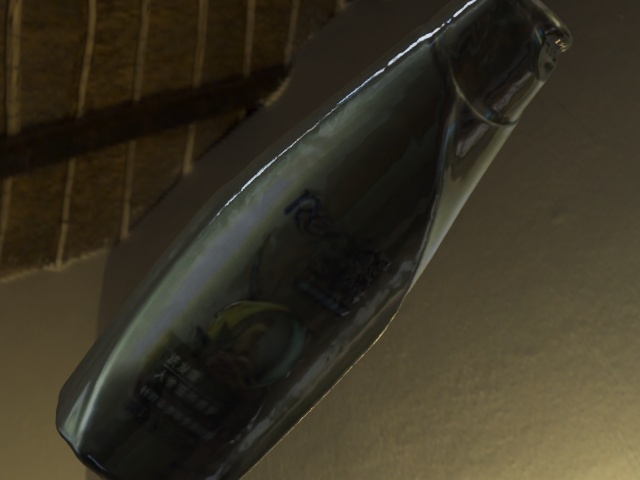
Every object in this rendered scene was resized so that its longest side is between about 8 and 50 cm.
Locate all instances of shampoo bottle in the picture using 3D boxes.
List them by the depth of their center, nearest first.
[{"bbox_3d":[0.000,0.000,0.659,0.126,0.084,0.350,38,-80,-26],"label":"shampoo bottle"}]
